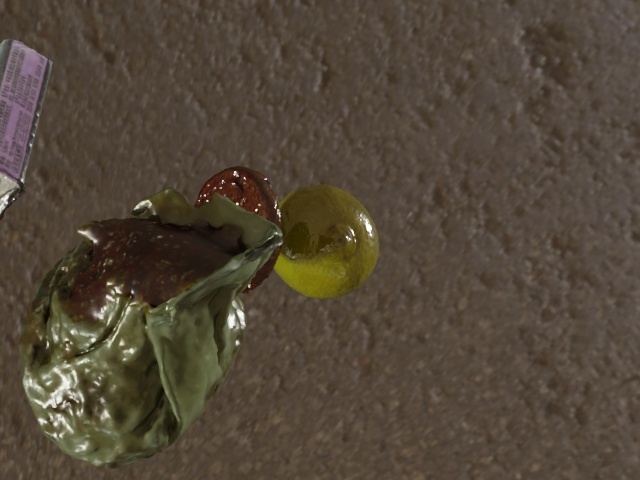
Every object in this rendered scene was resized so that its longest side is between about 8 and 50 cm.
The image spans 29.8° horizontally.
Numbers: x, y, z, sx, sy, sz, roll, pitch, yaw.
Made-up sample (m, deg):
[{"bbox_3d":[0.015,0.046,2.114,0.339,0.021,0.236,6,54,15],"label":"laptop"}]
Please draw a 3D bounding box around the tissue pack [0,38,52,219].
[{"bbox_3d":[-0.576,-0.151,2.020,0.122,0.259,0.361,34,31,-27],"label":"tissue pack"}]

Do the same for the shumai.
[{"bbox_3d":[-0.182,0.103,1.441,0.292,0.288,0.330,44,52,-27],"label":"shumai"}]

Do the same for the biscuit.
[{"bbox_3d":[-0.125,-0.014,1.771,0.049,0.192,0.192,7,61,-47],"label":"biscuit"}]

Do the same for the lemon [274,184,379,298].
[{"bbox_3d":[0.000,0.000,1.939,0.184,0.248,0.184,-2,100,-10],"label":"lemon"}]
